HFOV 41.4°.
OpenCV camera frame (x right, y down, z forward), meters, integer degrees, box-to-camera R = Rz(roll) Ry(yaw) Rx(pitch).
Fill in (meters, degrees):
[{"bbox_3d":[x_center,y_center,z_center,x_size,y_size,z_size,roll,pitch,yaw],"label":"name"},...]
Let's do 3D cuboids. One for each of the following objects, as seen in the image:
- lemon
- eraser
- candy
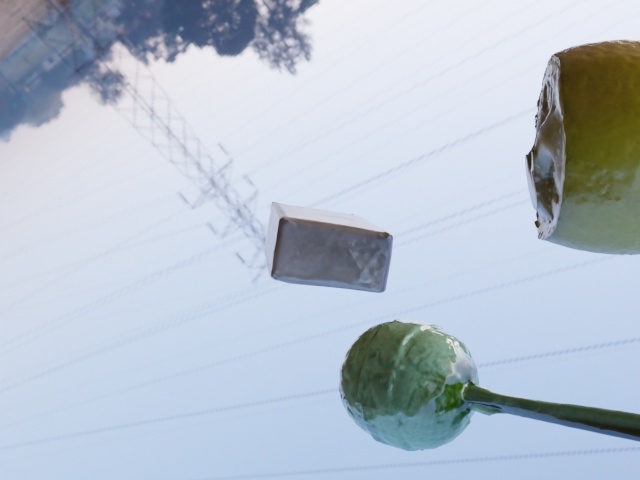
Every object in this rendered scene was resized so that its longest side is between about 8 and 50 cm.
[{"bbox_3d":[0.500,-0.142,1.322,0.364,0.364,0.364,-34,-158,16],"label":"lemon"},{"bbox_3d":[0.000,0.000,1.155,0.343,0.144,0.078,-131,-131,-81],"label":"eraser"},{"bbox_3d":[0.200,0.141,0.673,0.440,0.119,0.119,5,-134,39],"label":"candy"}]
